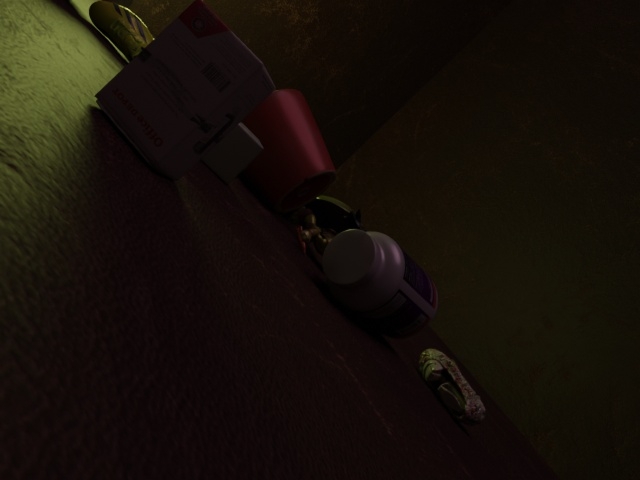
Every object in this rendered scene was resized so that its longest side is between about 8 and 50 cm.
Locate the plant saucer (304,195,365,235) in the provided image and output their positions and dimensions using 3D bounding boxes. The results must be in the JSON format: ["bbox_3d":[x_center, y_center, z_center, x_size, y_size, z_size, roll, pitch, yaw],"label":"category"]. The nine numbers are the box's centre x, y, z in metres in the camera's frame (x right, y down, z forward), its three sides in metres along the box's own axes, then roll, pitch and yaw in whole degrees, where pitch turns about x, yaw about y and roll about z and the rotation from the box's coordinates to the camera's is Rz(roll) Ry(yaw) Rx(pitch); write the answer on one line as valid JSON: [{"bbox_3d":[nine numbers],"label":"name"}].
[{"bbox_3d":[0.040,-0.070,2.006,0.240,0.037,0.241,24,-25,12],"label":"plant saucer"}]

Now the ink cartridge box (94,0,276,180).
[{"bbox_3d":[-0.201,-0.222,0.951,0.158,0.218,0.092,48,0,14],"label":"ink cartridge box"}]

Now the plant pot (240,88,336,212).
[{"bbox_3d":[-0.101,-0.223,1.689,0.243,0.275,0.275,58,8,12],"label":"plant pot"}]

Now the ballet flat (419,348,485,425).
[{"bbox_3d":[0.298,0.338,1.497,0.077,0.091,0.241,13,22,-38],"label":"ballet flat"}]

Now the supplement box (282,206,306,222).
[{"bbox_3d":[-0.089,-0.100,1.810,0.083,0.056,0.083,48,6,20],"label":"supplement box"}]

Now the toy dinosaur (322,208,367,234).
[{"bbox_3d":[0.087,0.053,1.846,0.322,0.164,0.218,88,-23,-70],"label":"toy dinosaur"}]

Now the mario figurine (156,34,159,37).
[{"bbox_3d":[-0.376,-0.484,1.817,0.198,0.170,0.320,48,7,38],"label":"mario figurine"}]

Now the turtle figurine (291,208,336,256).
[{"bbox_3d":[0.000,0.000,1.596,0.269,0.087,0.217,42,7,-38],"label":"turtle figurine"}]

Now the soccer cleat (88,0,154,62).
[{"bbox_3d":[-0.467,-0.493,1.585,0.289,0.093,0.121,44,17,-8],"label":"soccer cleat"}]

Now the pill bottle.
[{"bbox_3d":[0.133,0.096,1.420,0.181,0.181,0.323,51,6,38],"label":"pill bottle"}]

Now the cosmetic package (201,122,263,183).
[{"bbox_3d":[-0.243,-0.244,1.348,0.231,0.117,0.085,45,7,-26],"label":"cosmetic package"}]

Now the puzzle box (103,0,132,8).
[{"bbox_3d":[-0.690,-0.748,1.591,0.409,0.052,0.272,39,3,13],"label":"puzzle box"}]
